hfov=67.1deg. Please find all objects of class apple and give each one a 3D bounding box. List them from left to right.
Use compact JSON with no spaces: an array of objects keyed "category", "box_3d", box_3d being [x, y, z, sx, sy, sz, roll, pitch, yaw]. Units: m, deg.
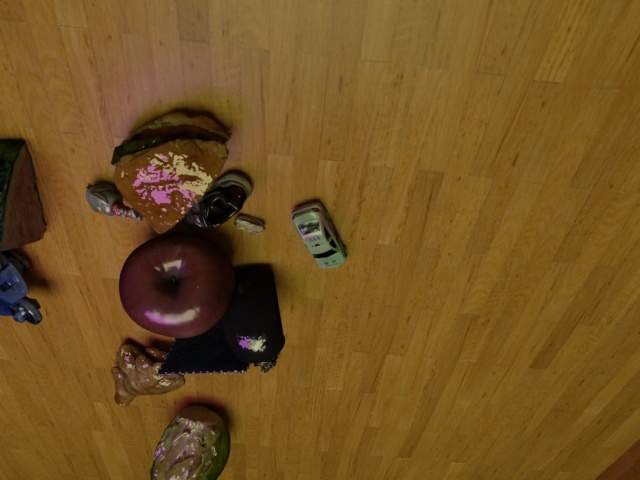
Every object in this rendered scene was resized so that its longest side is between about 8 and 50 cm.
[{"category":"apple","box_3d":[-0.377,0.122,1.295,0.305,0.306,0.235,4,168,0]}]

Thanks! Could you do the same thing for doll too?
[{"category":"doll","box_3d":[-0.530,-0.095,1.224,0.180,0.094,0.079,25,88,15]}]

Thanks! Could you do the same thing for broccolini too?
[{"category":"broccolini","box_3d":[-0.233,0.371,1.659,0.202,0.068,0.091,43,109,-11]}]

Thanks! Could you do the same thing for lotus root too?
[{"category":"lotus root","box_3d":[-0.190,-0.043,1.297,0.083,0.030,0.037,18,132,-11]}]

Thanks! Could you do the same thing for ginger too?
[{"category":"ginger","box_3d":[-0.649,0.482,1.696,0.375,0.166,0.236,-28,133,18]}]

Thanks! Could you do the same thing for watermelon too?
[{"category":"watermelon","box_3d":[-0.817,-0.056,1.184,0.282,0.251,0.293,-7,128,16]}]

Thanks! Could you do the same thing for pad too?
[{"category":"pad","box_3d":[-0.323,0.310,1.460,0.269,0.269,0.012,-3,118,4]}]

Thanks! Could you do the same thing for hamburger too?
[{"category":"hamburger","box_3d":[-0.374,-0.164,1.118,0.208,0.162,0.330,31,130,-24]}]

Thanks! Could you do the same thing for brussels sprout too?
[{"category":"brussels sprout","box_3d":[-0.512,0.837,1.915,0.275,0.314,0.372,22,96,17]}]

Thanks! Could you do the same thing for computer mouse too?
[{"category":"computer mouse","box_3d":[-0.199,0.207,1.362,0.170,0.270,0.100,-15,158,7]}]

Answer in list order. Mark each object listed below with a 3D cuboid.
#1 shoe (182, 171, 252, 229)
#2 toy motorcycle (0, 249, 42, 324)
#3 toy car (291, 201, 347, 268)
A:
[{"category":"shoe","box_3d":[-0.272,-0.080,1.216,0.227,0.112,0.099,-30,124,24]},{"category":"toy motorcycle","box_3d":[-0.945,0.103,1.405,0.181,0.241,0.319,-31,127,-23]},{"category":"toy car","box_3d":[0.000,0.000,1.295,0.090,0.076,0.224,-17,128,15]}]
